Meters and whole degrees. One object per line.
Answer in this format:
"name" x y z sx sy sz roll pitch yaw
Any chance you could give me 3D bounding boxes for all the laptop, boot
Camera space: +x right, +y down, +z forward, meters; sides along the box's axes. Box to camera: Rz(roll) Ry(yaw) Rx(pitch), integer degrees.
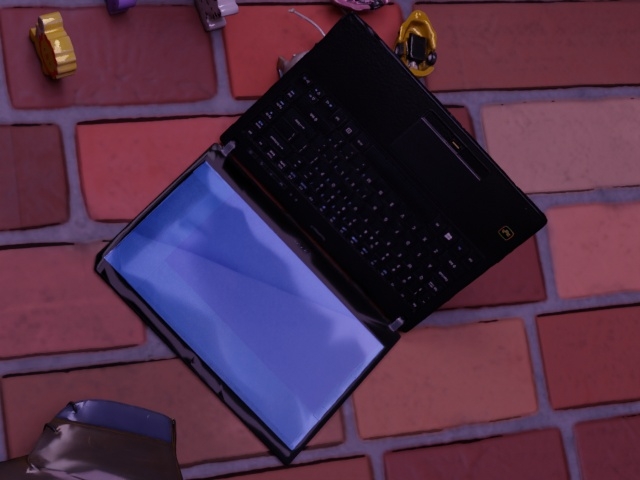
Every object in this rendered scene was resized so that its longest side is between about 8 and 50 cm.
"laptop" 0.000 0.000 1.113 0.234 0.264 0.136 46 29 -6
"boot" -0.206 0.170 1.037 0.219 0.082 0.106 13 51 -14

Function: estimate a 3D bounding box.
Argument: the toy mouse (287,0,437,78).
"toy mouse" 0.033 -0.186 1.231 0.143 0.031 0.161 5 75 -21

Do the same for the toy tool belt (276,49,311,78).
"toy tool belt" -0.016 -0.120 1.193 0.052 0.051 0.083 -11 94 -40

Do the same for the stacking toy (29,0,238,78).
"stacking toy" -0.183 -0.254 1.150 0.167 0.052 0.221 -20 84 -25
